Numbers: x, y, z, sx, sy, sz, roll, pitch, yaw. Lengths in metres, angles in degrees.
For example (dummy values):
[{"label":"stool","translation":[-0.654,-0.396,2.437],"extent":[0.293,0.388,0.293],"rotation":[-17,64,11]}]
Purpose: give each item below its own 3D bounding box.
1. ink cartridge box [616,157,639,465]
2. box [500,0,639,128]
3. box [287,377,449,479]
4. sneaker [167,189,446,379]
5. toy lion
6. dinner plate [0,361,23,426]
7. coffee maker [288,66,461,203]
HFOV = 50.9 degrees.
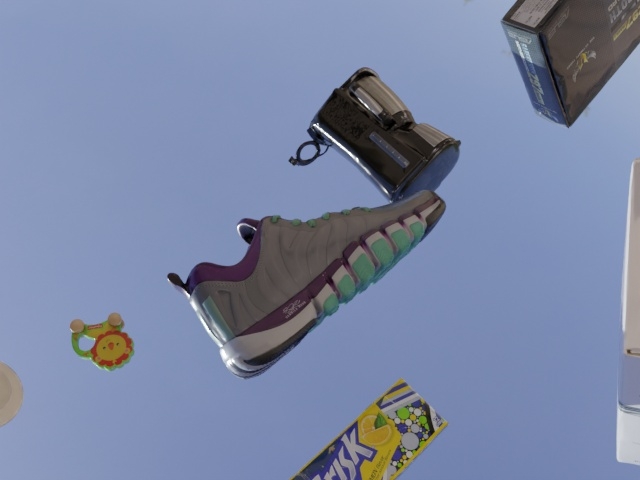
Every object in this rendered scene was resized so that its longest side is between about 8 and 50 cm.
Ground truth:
[{"label":"ink cartridge box","translation":[0.296,0.069,0.543],"extent":[0.237,0.100,0.172],"rotation":[60,-140,-50]},{"label":"box","translation":[0.327,-0.277,0.796],"extent":[0.059,0.233,0.183],"rotation":[39,177,39]},{"label":"box","translation":[0.029,0.192,0.563],"extent":[0.059,0.054,0.169],"rotation":[43,-130,19]},{"label":"sneaker","translation":[0.000,0.000,0.499],"extent":[0.223,0.083,0.098],"rotation":[-35,-100,-33]},{"label":"toy lion","translation":[-0.365,0.174,1.131],"extent":[0.100,0.034,0.096],"rotation":[-9,-119,-10]},{"label":"dinner plate","translation":[-0.583,0.259,1.160],"extent":[0.141,0.017,0.141],"rotation":[28,-144,-23]},{"label":"coffee maker","translation":[0.078,-0.120,0.937],"extent":[0.120,0.171,0.178],"rotation":[-4,-135,-51]}]
